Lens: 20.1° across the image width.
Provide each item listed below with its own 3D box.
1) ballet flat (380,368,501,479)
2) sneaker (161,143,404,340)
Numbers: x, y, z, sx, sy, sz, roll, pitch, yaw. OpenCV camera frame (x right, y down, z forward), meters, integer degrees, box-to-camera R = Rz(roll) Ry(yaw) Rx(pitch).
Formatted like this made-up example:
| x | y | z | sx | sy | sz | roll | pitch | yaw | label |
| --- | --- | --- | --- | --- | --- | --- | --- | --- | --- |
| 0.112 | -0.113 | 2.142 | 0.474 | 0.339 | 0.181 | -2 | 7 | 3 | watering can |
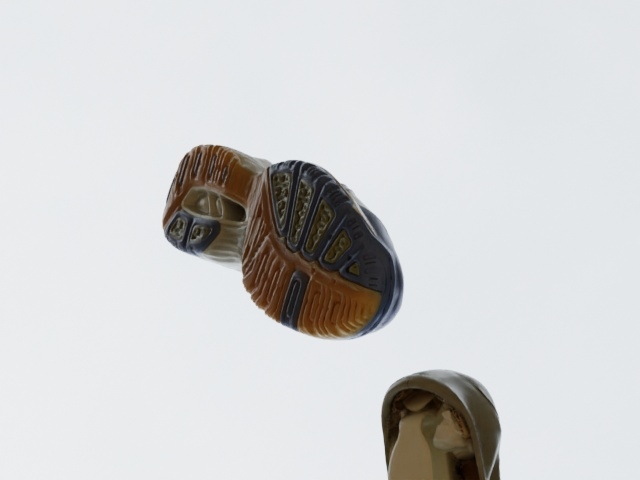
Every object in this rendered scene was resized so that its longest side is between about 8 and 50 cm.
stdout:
| x | y | z | sx | sy | sz | roll | pitch | yaw | label |
| --- | --- | --- | --- | --- | --- | --- | --- | --- | --- |
| 0.062 | 0.170 | 0.906 | 0.068 | 0.072 | 0.213 | 14 | -114 | -57 | ballet flat |
| 0.000 | 0.000 | 1.324 | 0.131 | 0.296 | 0.112 | 19 | -82 | -32 | sneaker |
